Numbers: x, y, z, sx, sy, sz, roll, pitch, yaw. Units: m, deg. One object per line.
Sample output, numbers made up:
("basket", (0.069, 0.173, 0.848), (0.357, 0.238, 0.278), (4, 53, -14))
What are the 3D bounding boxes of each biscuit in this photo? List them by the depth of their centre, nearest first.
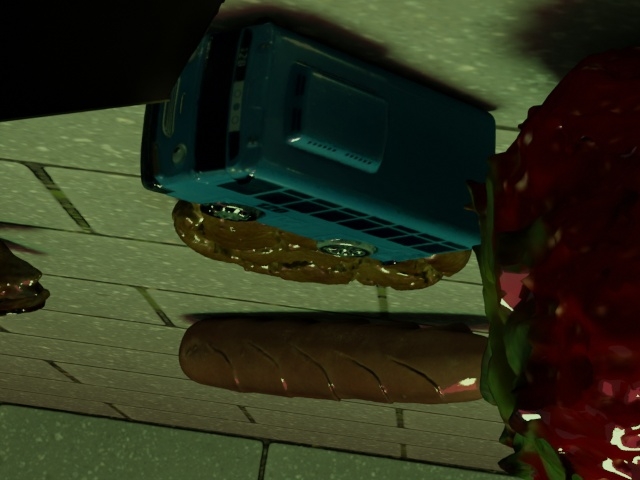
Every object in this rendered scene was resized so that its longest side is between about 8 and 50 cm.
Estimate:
("biscuit", (0.000, 0.000, 1.210), (0.225, 0.042, 0.226), (7, 167, 2))

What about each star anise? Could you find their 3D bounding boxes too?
("star anise", (-0.370, 0.019, 1.435), (0.288, 0.088, 0.288), (8, 165, 2))

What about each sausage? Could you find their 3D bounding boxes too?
("sausage", (0.013, 0.119, 1.619), (0.433, 0.088, 0.088), (-2, 164, 40))

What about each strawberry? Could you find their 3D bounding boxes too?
("strawberry", (0.209, 0.020, 0.778), (0.276, 0.257, 0.257), (-8, 168, -3))

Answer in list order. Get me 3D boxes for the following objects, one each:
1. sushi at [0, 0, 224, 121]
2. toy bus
("sushi", (-0.084, -0.132, 0.399), (0.153, 0.172, 0.150), (-10, -158, -33))
("toy bus", (0.003, -0.051, 0.881), (0.184, 0.090, 0.106), (17, 164, -40))
